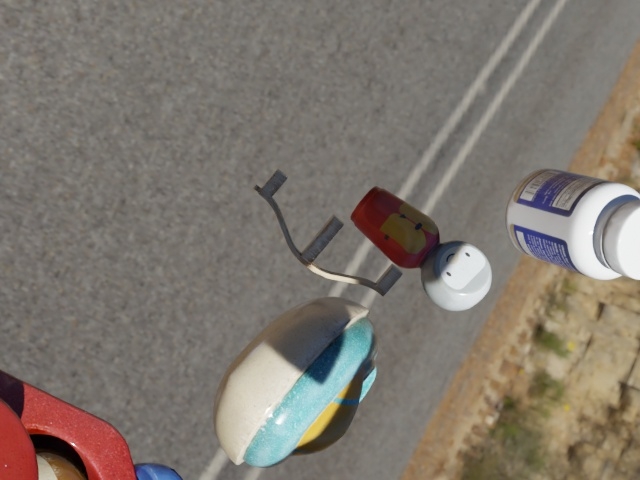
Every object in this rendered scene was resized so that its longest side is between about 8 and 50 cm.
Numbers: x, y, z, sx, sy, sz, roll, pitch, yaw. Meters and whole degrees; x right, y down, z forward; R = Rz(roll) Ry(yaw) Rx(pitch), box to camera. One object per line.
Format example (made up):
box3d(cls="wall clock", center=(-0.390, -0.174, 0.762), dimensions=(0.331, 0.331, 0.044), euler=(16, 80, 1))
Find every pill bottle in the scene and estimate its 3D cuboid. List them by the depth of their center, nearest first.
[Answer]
box3d(cls="pill bottle", center=(0.308, -0.016, 1.212), dimensions=(0.112, 0.186, 0.112), euler=(-7, 105, -25))

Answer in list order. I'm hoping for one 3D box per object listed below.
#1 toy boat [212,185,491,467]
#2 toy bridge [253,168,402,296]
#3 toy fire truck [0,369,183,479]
box3d(cls="toy boat", center=(0.027, 0.105, 1.056), dimensions=(0.318, 0.148, 0.267), euler=(-54, 170, 19))
box3d(cls="toy bridge", center=(0.000, 0.000, 1.173), dimensions=(0.063, 0.188, 0.026), euler=(-50, -174, 7))
box3d(cls="toy fire truck", center=(-0.168, 0.214, 0.619), dimensions=(0.254, 0.302, 0.169), euler=(13, 135, -47))
